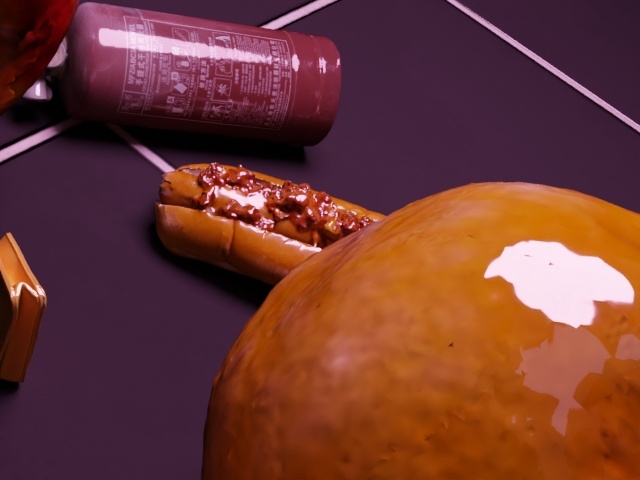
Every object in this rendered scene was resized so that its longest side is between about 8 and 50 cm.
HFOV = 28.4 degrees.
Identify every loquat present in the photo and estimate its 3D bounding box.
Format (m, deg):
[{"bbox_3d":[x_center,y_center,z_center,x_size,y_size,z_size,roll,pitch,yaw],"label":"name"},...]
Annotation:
[{"bbox_3d":[0.101,0.130,0.655,0.328,0.328,0.328,15,40,-13],"label":"loquat"}]

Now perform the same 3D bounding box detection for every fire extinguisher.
[{"bbox_3d":[-0.122,-0.139,0.999,0.269,0.105,0.105,4,43,-24],"label":"fire extinguisher"}]

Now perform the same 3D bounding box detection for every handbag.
[{"bbox_3d":[-0.193,0.043,0.767,0.027,0.083,0.061,-6,46,-35],"label":"handbag"}]

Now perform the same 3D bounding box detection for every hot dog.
[{"bbox_3d":[0.000,0.000,0.930,0.249,0.076,0.102,22,35,-4],"label":"hot dog"}]

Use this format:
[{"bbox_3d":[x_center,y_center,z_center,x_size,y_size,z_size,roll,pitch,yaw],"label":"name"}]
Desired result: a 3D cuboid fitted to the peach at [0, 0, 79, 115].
[{"bbox_3d":[-0.345,-0.230,0.807,0.416,0.339,0.353,44,9,23],"label":"peach"}]
